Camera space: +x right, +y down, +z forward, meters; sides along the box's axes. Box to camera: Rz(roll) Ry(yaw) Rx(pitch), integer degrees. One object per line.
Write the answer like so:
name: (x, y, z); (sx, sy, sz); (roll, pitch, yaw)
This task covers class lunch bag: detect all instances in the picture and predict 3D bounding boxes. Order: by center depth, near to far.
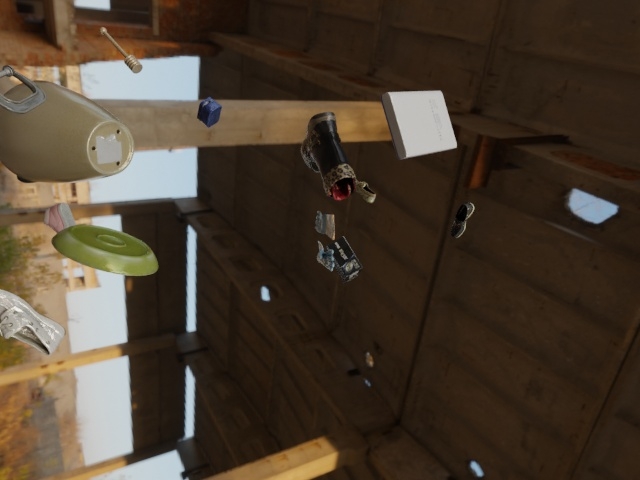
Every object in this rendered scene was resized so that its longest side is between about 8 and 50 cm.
lunch bag: (-0.405, -0.468, 1.873); (0.065, 0.067, 0.098); (38, -41, 8)

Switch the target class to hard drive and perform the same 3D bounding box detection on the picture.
hard drive: (0.334, -0.390, 1.724); (0.040, 0.319, 0.210); (-15, -87, 45)

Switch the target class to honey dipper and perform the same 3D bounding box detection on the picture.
honey dipper: (-0.501, -0.476, 1.286); (0.160, 0.030, 0.030); (46, -40, 13)

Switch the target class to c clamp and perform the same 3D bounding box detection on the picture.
c clamp: (-0.604, -0.298, 0.984); (0.022, 0.137, 0.160); (-45, -165, 22)

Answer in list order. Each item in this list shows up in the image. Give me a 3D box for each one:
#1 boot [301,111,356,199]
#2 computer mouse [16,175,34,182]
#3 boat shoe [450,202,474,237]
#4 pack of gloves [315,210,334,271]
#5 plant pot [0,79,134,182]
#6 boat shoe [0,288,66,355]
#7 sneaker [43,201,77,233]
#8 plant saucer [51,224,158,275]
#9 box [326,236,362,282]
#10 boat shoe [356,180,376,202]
boot: (0.034, -0.287, 2.020); (0.377, 0.138, 0.284); (109, -36, -67)
computer mouse: (-1.254, -0.333, 2.239); (0.272, 0.189, 0.072); (-130, -144, -49)
boat shoe: (0.471, -0.068, 1.752); (0.049, 0.042, 0.132); (46, -53, 38)
pack of gloves: (0.000, 0.000, 1.781); (0.232, 0.046, 0.194); (-151, -123, -74)
plant pot: (-0.592, -0.242, 1.254); (0.274, 0.257, 0.256); (17, -66, 29)
boat shoe: (-0.856, 0.230, 1.450); (0.098, 0.277, 0.096); (-33, -148, 29)
sneaker: (-0.724, -0.036, 1.445); (0.051, 0.070, 0.134); (-63, 142, -73)
plant saucer: (-0.494, 0.015, 1.212); (0.241, 0.241, 0.037); (34, -74, 52)
box: (0.094, 0.081, 2.067); (0.147, 0.078, 0.180); (59, -6, 11)
boat shoe: (0.165, -0.202, 1.994); (0.135, 0.050, 0.045); (47, -55, 22)
